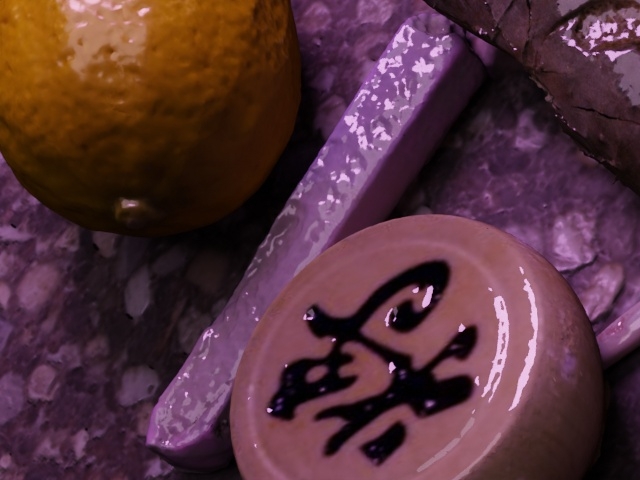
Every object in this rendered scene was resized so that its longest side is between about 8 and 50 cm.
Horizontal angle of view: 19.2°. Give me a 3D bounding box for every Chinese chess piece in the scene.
[{"bbox_3d":[0.063,0.106,1.261,0.257,0.104,0.257,-19,49,23],"label":"Chinese chess piece"}]

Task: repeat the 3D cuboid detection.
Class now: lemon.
[{"bbox_3d":[-0.135,-0.146,1.414,0.245,0.245,0.320,-17,58,21],"label":"lemon"}]

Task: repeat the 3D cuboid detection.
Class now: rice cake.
[{"bbox_3d":[0.000,0.001,1.387,0.064,0.070,0.399,32,88,29],"label":"rice cake"}]

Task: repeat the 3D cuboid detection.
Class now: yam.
[{"bbox_3d":[0.189,-0.149,1.301,0.154,0.154,0.254,-48,61,3],"label":"yam"}]

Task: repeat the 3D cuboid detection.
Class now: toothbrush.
[{"bbox_3d":[0.163,0.096,1.286,0.307,0.029,0.025,-38,62,9],"label":"toothbrush"}]
